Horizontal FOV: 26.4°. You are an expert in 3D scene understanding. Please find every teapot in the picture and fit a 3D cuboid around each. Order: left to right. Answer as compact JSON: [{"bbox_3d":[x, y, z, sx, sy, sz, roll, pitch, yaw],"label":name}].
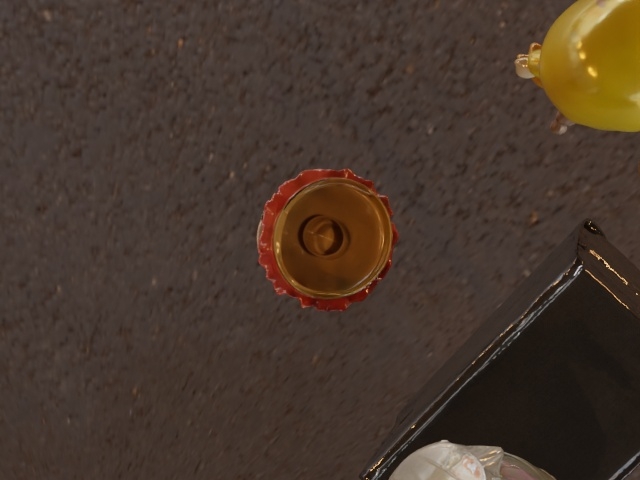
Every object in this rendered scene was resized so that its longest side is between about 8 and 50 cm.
[{"bbox_3d":[0.111,0.267,1.214,0.178,0.221,0.163,40,38,-39],"label":"teapot"}]

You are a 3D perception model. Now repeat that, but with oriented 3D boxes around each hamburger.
[{"bbox_3d":[0.002,-0.002,1.629,0.175,0.137,0.175,0,90,-12],"label":"hamburger"}]

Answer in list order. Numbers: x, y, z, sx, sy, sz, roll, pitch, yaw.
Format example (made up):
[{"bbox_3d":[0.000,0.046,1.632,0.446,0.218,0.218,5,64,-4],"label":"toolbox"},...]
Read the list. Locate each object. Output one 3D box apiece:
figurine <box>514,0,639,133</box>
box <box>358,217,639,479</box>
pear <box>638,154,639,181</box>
[{"bbox_3d":[0.372,-0.235,1.754,0.215,0.344,0.187,-23,96,1],"label":"figurine"},{"bbox_3d":[0.249,0.182,1.527,0.204,0.251,0.345,43,106,4],"label":"box"},{"bbox_3d":[0.368,-0.082,1.137,0.200,0.200,0.200,3,73,-9],"label":"pear"}]
